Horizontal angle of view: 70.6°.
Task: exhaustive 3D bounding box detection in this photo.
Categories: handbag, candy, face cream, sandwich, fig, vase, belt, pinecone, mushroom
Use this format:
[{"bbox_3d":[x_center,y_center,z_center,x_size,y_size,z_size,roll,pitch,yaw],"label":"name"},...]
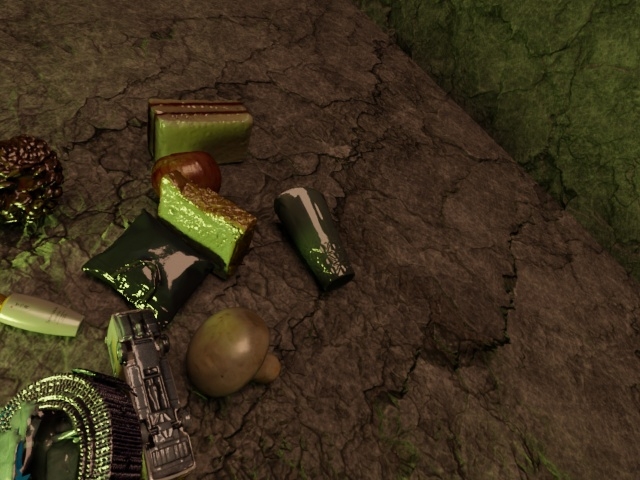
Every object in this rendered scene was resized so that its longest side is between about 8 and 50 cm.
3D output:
[{"bbox_3d":[-0.411,0.065,1.102,0.254,0.088,0.211,37,64,4],"label":"handbag"},{"bbox_3d":[-0.382,-0.343,1.444,0.321,0.179,0.135,-10,54,-34],"label":"candy"},{"bbox_3d":[-0.603,0.158,0.963,0.182,0.051,0.072,19,49,-10],"label":"face cream"},{"bbox_3d":[-0.304,-0.033,1.166,0.251,0.226,0.087,33,47,5],"label":"sandwich"},{"bbox_3d":[-0.373,-0.158,1.288,0.205,0.205,0.205,14,46,-15],"label":"fig"},{"bbox_3d":[0.000,0.000,1.367,0.251,0.156,0.300,10,47,-55],"label":"vase"},{"bbox_3d":[-0.428,0.382,0.738,0.261,0.122,0.324,-13,61,7],"label":"belt"},{"bbox_3d":[-0.716,-0.136,1.070,0.222,0.221,0.221,14,46,-15],"label":"pinecone"},{"bbox_3d":[-0.199,0.254,1.015,0.207,0.209,0.206,-5,56,7],"label":"mushroom"}]

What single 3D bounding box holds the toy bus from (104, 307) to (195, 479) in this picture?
[{"bbox_3d":[-0.342,0.308,0.898,0.097,0.138,0.342,-5,54,-37],"label":"toy bus"}]
